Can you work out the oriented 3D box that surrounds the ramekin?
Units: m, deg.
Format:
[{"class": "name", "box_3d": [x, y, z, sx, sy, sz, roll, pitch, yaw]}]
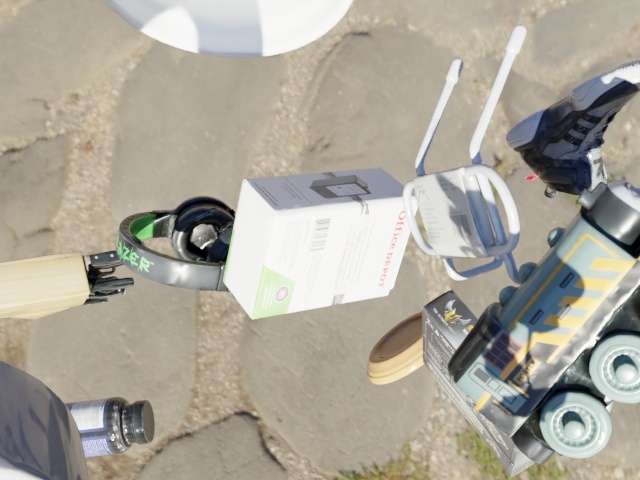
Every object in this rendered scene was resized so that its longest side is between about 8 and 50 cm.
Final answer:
[{"class": "ramekin", "box_3d": [-0.098, -0.326, 0.946, 0.277, 0.277, 0.135, -8, 63, 21]}]

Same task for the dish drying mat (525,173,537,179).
[{"class": "dish drying mat", "box_3d": [0.416, -0.123, 1.717, 0.032, 0.083, 0.008, -26, 82, 31]}]

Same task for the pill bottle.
[{"class": "pill bottle", "box_3d": [-0.476, 0.403, 1.952, 0.219, 0.123, 0.122, -7, 60, 4]}]

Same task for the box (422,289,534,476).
[{"class": "box", "box_3d": [0.235, 0.209, 1.314, 0.056, 0.183, 0.231, -30, 57, -13]}]

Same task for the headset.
[{"class": "headset", "box_3d": [-0.165, -0.014, 1.609, 0.243, 0.394, 0.185, 33, 116, 42]}]

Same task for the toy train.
[{"class": "toy train", "box_3d": [0.294, 0.093, 1.011, 0.190, 0.142, 0.334, 38, 110, 9]}]

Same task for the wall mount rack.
[{"class": "wall mount rack", "box_3d": [0.206, -0.097, 1.179, 0.131, 0.350, 0.304, -17, 94, -14]}]

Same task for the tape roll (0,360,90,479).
[{"class": "tape roll", "box_3d": [-0.224, 0.153, 0.452, 0.219, 0.219, 0.072, -33, 46, 5]}]

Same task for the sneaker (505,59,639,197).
[{"class": "sneaker", "box_3d": [0.422, -0.163, 1.394, 0.269, 0.101, 0.153, -31, 88, 48]}]

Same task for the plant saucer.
[{"class": "plant saucer", "box_3d": [0.165, 0.195, 1.724, 0.200, 0.037, 0.200, -36, 10, 7]}]

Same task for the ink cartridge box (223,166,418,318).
[{"class": "ink cartridge box", "box_3d": [0.000, 0.000, 1.464, 0.115, 0.273, 0.198, 46, 132, 42]}]

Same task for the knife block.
[{"class": "knife block", "box_3d": [-0.491, 0.073, 1.713, 0.242, 0.276, 0.088, -20, 77, 17]}]
